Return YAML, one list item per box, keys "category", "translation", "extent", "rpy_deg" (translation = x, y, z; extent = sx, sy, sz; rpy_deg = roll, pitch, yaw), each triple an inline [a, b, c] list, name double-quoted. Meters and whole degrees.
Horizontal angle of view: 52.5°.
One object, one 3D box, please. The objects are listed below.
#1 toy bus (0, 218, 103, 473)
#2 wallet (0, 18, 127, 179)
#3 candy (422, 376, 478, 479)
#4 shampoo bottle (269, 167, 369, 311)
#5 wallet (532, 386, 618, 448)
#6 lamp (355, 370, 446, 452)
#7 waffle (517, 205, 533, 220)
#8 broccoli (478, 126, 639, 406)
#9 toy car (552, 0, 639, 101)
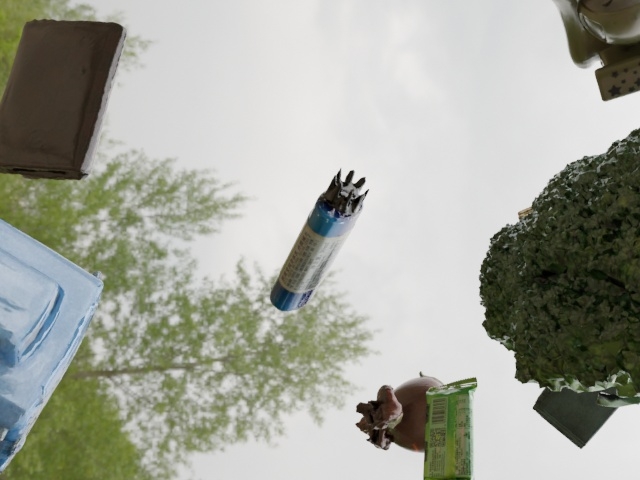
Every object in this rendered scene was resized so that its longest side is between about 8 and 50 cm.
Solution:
- category: "toy bus"
  translation: [-0.244, 0.027, 0.354]
  extent: [0.133, 0.234, 0.116]
  rpy_deg: [-38, -155, 39]
- category: "wallet"
  translation: [-0.361, -0.195, 0.886]
  extent: [0.182, 0.049, 0.229]
  rpy_deg: [6, -103, 21]
- category: "candy"
  translation: [0.212, 0.315, 1.057]
  extent: [0.102, 0.032, 0.178]
  rpy_deg: [-19, -131, 37]
- category: "shampoo bottle"
  translation: [0.000, 0.000, 0.752]
  extent: [0.050, 0.087, 0.183]
  rpy_deg: [37, -55, 11]
- category: "wallet"
  translation: [0.368, 0.213, 0.905]
  extent: [0.088, 0.026, 0.129]
  rpy_deg: [41, -86, 17]
- category: "lamp"
  translation: [0.190, 0.357, 1.303]
  extent: [0.151, 0.223, 0.215]
  rpy_deg: [50, -24, 30]
- category: "waffle"
  translation: [0.490, -0.042, 1.335]
  extent: [0.148, 0.102, 0.042]
  rpy_deg: [-25, -153, 12]
- category: "broccoli"
  translation: [0.243, 0.026, 0.439]
  extent: [0.269, 0.261, 0.242]
  rpy_deg: [7, -49, 34]
- category: "toy car"
  translation: [0.515, -0.434, 1.116]
  extent: [0.242, 0.336, 0.226]
  rpy_deg: [-14, -122, 28]
